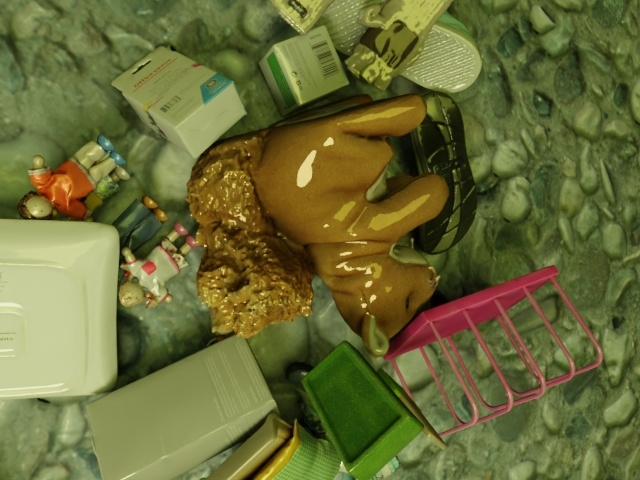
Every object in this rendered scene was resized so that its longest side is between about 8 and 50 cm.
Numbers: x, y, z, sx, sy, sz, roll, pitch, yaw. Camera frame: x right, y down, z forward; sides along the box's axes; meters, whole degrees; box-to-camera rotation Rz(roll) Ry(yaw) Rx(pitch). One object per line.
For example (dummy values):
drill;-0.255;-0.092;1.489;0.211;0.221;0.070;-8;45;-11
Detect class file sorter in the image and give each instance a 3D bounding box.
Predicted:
file sorter;0.298;0.201;0.823;0.290;0.202;0.182;-15;64;-22

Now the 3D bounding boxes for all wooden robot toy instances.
wooden robot toy;-0.142;0.117;0.733;0.076;0.079;0.173;-1;92;-23

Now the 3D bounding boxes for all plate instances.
plate;-0.400;0.103;0.576;0.277;0.045;0.278;3;116;-20

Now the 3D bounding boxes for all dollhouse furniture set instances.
dollhouse furniture set;0.009;0.319;0.637;0.301;0.151;0.197;-43;130;-1

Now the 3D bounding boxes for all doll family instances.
doll family;-0.309;-0.012;0.657;0.163;0.118;0.263;-49;126;-21

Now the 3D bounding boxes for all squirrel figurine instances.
squirrel figurine;0.000;0.000;0.724;0.396;0.281;0.371;-20;110;-12

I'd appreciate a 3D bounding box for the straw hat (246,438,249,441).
straw hat;-0.092;0.341;0.766;0.144;0.144;0.061;-6;56;-23

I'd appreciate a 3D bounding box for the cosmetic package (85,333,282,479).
cosmetic package;-0.189;0.247;0.668;0.238;0.127;0.107;-24;145;-12

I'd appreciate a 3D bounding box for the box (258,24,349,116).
box;-0.029;-0.275;0.767;0.102;0.087;0.101;-29;102;-19

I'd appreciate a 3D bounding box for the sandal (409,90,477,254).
sandal;0.217;-0.121;0.870;0.120;0.086;0.303;-14;108;-17

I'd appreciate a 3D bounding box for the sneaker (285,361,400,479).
sneaker;0.021;0.331;0.795;0.122;0.110;0.283;-41;106;-13

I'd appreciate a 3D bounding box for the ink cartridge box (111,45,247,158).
ink cartridge box;-0.207;-0.206;0.676;0.104;0.181;0.062;-45;148;-16

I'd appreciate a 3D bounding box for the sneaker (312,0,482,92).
sneaker;0.112;-0.389;0.826;0.366;0.135;0.150;30;37;-10

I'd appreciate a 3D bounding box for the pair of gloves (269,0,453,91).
pair of gloves;0.069;-0.368;0.714;0.240;0.042;0.204;31;99;-17
